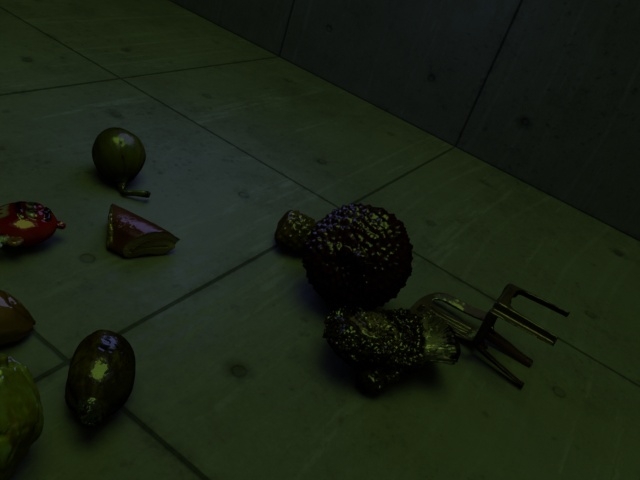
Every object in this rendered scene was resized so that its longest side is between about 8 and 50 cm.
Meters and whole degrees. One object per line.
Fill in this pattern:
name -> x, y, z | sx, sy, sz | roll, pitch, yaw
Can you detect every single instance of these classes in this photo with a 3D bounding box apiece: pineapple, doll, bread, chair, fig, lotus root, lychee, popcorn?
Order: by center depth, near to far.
popcorn -> -0.493, 0.259, 0.854 | 0.184, 0.204, 0.221 | 13, 17, -12
lotus root -> -0.371, 0.231, 1.033 | 0.120, 0.120, 0.209 | 9, 30, -17
doll -> -0.671, -0.033, 1.315 | 0.217, 0.085, 0.183 | 0, 34, -14
bread -> -0.441, -0.017, 1.427 | 0.193, 0.067, 0.119 | 23, 31, 7
lychee -> 0.088, 0.039, 1.432 | 0.264, 0.264, 0.300 | 20, -4, 0
chair -> 0.396, 0.181, 1.476 | 0.327, 0.183, 0.176 | 32, 32, 17
pineapple -> 0.000, 0.000, 1.620 | 0.237, 0.111, 0.119 | 23, 62, -11
fig -> -0.539, -0.204, 1.634 | 0.148, 0.186, 0.142 | 9, -13, -33

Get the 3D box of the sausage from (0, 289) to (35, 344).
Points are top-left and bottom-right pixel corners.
sausage -> -0.675, 0.130, 1.034 | 0.354, 0.116, 0.134 | -1, 27, -37

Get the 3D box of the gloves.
gloves -> 0.145, 0.223, 1.313 | 0.313, 0.135, 0.210 | 9, 32, -17
